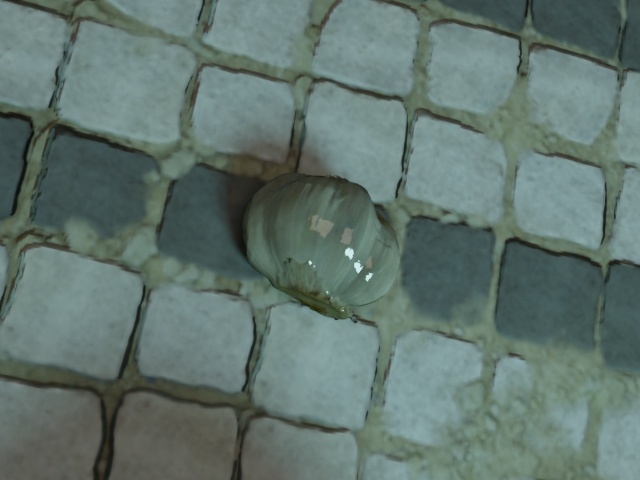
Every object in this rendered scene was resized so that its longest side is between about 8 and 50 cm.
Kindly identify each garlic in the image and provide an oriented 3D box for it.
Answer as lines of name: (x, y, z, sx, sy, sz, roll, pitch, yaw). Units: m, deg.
garlic: (0.001, -0.004, 0.675, 0.113, 0.074, 0.094, 22, 79, 7)
